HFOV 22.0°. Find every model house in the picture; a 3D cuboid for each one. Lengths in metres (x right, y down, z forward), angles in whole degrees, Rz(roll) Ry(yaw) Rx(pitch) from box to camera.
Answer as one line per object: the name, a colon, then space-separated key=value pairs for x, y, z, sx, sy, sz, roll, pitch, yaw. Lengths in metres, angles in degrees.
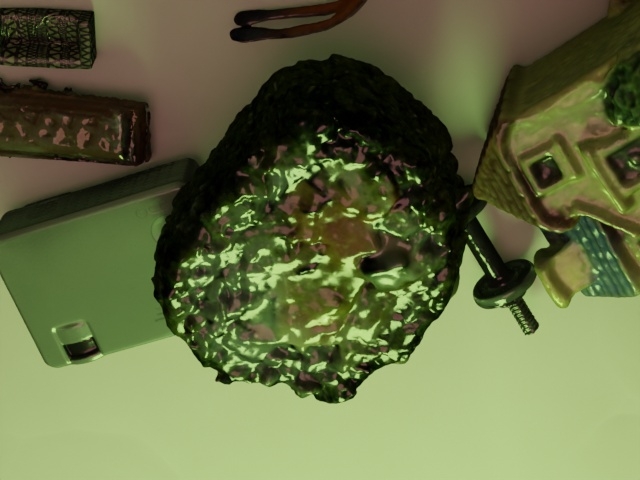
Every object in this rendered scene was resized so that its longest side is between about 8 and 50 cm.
model house: x=0.312 y=-0.064 z=1.742 sx=0.266 sy=0.261 sz=0.321 roll=-28 pitch=106 yaw=21

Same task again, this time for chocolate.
chocolate: x=-0.357 y=-0.131 z=1.871 sx=0.329 sy=0.065 sz=0.102 roll=5 pitch=119 yaw=4

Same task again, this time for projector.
projector: x=-0.232 y=0.027 z=1.925 sx=0.256 sy=0.099 sz=0.192 roll=-17 pitch=114 yaw=12

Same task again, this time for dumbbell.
dumbbell: x=0.184 y=0.006 z=1.888 sx=0.081 sy=0.081 sz=0.254 roll=-26 pitch=112 yaw=17

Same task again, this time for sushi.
sushi: x=0.000 y=0.000 z=1.744 sx=0.294 sy=0.178 sz=0.352 roll=29 pitch=119 yaw=-16

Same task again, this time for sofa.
sofa: x=-0.310 y=-0.225 z=1.831 sx=0.118 sy=0.039 sz=0.060 roll=3 pitch=117 yaw=3

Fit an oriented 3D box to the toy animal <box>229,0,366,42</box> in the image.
toy animal: x=0.067 y=-0.292 z=1.695 sx=0.302 sy=0.225 sz=0.284 roll=12 pitch=136 yaw=1
